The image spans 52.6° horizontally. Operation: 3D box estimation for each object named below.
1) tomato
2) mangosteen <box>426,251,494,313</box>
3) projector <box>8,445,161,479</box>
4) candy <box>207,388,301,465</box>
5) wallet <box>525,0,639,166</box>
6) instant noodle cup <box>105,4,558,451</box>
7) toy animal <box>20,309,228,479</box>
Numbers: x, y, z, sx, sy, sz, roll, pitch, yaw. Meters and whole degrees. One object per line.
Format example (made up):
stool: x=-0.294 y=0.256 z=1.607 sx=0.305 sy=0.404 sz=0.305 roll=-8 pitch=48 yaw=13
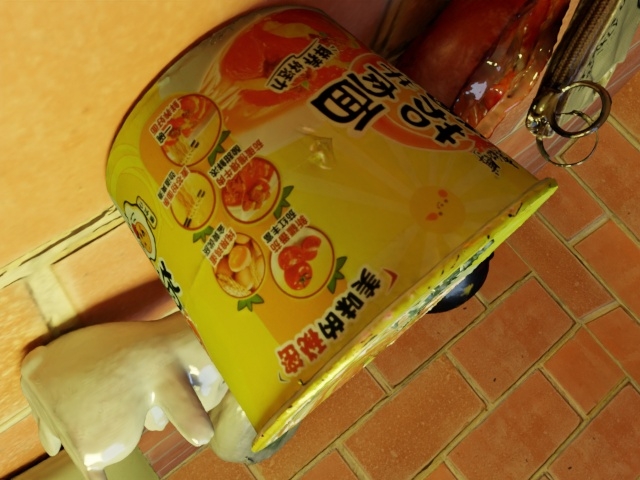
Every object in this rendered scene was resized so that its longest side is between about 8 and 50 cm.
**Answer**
tomato: x=0.130 y=-0.163 z=0.590 sx=0.228 sy=0.101 sz=0.228 roll=-44 pitch=166 yaw=-14
mangosteen: x=0.157 y=0.013 z=1.098 sx=0.265 sy=0.228 sz=0.228 roll=-4 pitch=-179 yaw=20
projector: x=-0.375 y=0.459 z=0.948 sx=0.249 sy=0.248 sz=0.248 roll=-24 pitch=161 yaw=-53
candy: x=-0.110 y=0.340 z=1.477 sx=0.386 sy=0.186 sz=0.427 roll=-48 pitch=166 yaw=0
wallet: x=0.290 y=-0.243 z=0.622 sx=0.275 sy=0.068 sz=0.335 roll=-29 pitch=141 yaw=-66
instant noodle cup: x=-0.004 y=-0.019 z=0.445 sx=0.264 sy=0.200 sz=0.264 roll=-39 pitch=168 yaw=-9
toy animal: x=-0.144 y=0.134 z=0.649 sx=0.282 sy=0.138 sz=0.140 roll=-12 pitch=-175 yaw=-37
